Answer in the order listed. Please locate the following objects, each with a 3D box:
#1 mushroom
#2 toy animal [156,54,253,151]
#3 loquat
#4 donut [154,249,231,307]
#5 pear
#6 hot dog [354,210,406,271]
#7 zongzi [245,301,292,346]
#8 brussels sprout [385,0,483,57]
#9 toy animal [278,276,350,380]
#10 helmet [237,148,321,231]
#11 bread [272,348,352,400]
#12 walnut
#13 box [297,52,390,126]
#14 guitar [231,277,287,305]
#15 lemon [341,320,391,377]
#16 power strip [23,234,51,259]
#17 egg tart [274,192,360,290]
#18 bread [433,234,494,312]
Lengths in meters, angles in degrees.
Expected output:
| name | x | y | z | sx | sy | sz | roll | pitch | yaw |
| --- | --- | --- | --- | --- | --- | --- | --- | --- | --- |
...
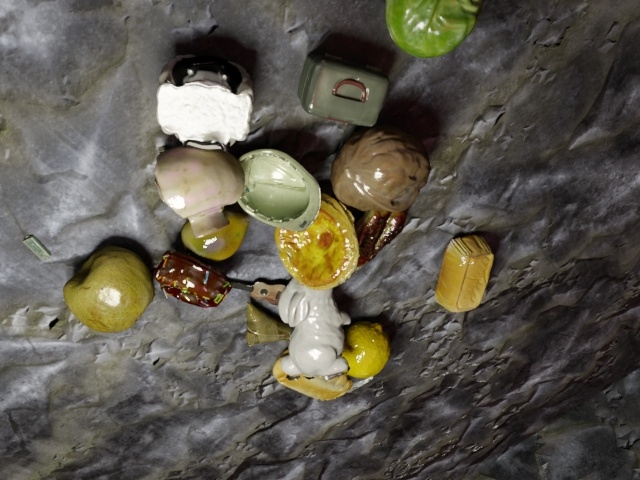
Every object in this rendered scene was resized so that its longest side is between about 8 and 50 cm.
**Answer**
| name | x | y | z | sx | sy | sz | roll | pitch | yaw |
| --- | --- | --- | --- | --- | --- | --- | --- | --- | --- |
| mushroom | -0.281 | -0.135 | 1.117 | 0.173 | 0.162 | 0.236 | -21 | 97 | 6 |
| toy animal | -0.263 | -0.320 | 1.076 | 0.208 | 0.156 | 0.204 | 3 | 123 | -11 |
| loquat | -0.288 | -0.019 | 1.276 | 0.195 | 0.152 | 0.152 | -30 | 127 | -8 |
| donut | -0.360 | 0.121 | 1.297 | 0.216 | 0.096 | 0.230 | 29 | 153 | -18 |
| pear | -0.558 | 0.138 | 1.261 | 0.228 | 0.188 | 0.211 | -38 | 123 | 6 |
| hot dog | 0.155 | -0.009 | 1.451 | 0.163 | 0.082 | 0.270 | 20 | 116 | -41 |
| zongzi | -0.169 | 0.265 | 1.544 | 0.160 | 0.078 | 0.176 | -5 | 121 | -21 |
| brussels sprout | 0.263 | -0.549 | 1.067 | 0.244 | 0.244 | 0.244 | -8 | 124 | -12 |
| toy animal | -0.029 | 0.259 | 1.490 | 0.258 | 0.194 | 0.357 | -18 | 104 | -17 |
| helmet | -0.096 | -0.148 | 1.238 | 0.258 | 0.137 | 0.204 | 28 | 119 | 9 |
| bread | -0.031 | 0.483 | 1.693 | 0.173 | 0.121 | 0.311 | -32 | 127 | 31 |
| walnut | 0.160 | -0.190 | 1.249 | 0.273 | 0.273 | 0.227 | 5 | 92 | -20 |
| box | 0.053 | -0.376 | 1.153 | 0.210 | 0.129 | 0.148 | 7 | 119 | -22 |
| guitar | -0.233 | 0.146 | 1.465 | 0.271 | 0.038 | 0.084 | 14 | 113 | -20 |
| lemon | 0.150 | 0.391 | 1.655 | 0.192 | 0.192 | 0.231 | 32 | 101 | -32 |
| power strip | -0.749 | 0.021 | 1.230 | 0.027 | 0.017 | 0.083 | -26 | 125 | 2 |
| egg tart | 0.000 | 0.000 | 1.354 | 0.116 | 0.295 | 0.294 | -22 | 140 | -55 |
| bread | 0.503 | 0.119 | 1.633 | 0.153 | 0.119 | 0.288 | -9 | 126 | -16 |
